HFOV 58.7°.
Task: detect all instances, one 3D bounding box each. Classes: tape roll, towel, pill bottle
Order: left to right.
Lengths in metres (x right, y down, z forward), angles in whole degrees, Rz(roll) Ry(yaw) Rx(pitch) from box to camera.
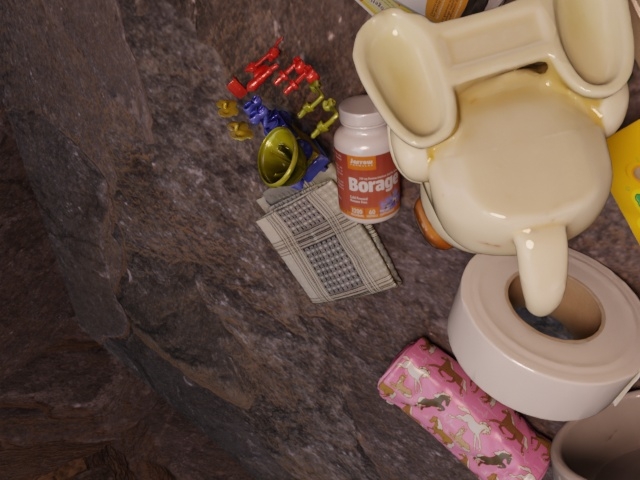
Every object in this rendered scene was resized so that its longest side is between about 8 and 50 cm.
[{"bbox_3d":[0.000,0.000,1.313,0.312,0.056,0.324,-18,106,51],"label":"towel"},{"bbox_3d":[0.086,-0.149,1.047,0.121,0.121,0.216,21,134,33],"label":"pill bottle"},{"bbox_3d":[0.347,0.128,0.881,0.286,0.286,0.100,31,138,24],"label":"tape roll"}]

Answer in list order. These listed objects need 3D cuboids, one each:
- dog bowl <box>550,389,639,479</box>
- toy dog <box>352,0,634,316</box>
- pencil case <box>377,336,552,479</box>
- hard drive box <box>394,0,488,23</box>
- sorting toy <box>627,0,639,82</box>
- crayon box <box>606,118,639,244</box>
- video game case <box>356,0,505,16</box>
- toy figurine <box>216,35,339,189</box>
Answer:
[{"bbox_3d":[0.514,0.330,0.848,0.348,0.348,0.102,-18,95,51],"label":"dog bowl"},{"bbox_3d":[0.247,-0.103,0.767,0.408,0.284,0.396,41,-154,-77],"label":"toy dog"},{"bbox_3d":[0.310,0.384,1.232,0.386,0.160,0.167,39,149,14],"label":"pencil case"},{"bbox_3d":[0.135,-0.420,0.761,0.232,0.089,0.181,37,140,17],"label":"hard drive box"},{"bbox_3d":[0.437,-0.287,0.644,0.347,0.047,0.196,-20,108,51],"label":"sorting toy"},{"bbox_3d":[0.522,-0.022,0.613,0.363,0.106,0.313,66,151,9],"label":"crayon box"},{"bbox_3d":[0.161,-0.391,0.853,0.227,0.026,0.206,45,142,7],"label":"video game case"},{"bbox_3d":[-0.028,-0.194,1.078,0.217,0.191,0.363,40,-167,-43],"label":"toy figurine"}]
